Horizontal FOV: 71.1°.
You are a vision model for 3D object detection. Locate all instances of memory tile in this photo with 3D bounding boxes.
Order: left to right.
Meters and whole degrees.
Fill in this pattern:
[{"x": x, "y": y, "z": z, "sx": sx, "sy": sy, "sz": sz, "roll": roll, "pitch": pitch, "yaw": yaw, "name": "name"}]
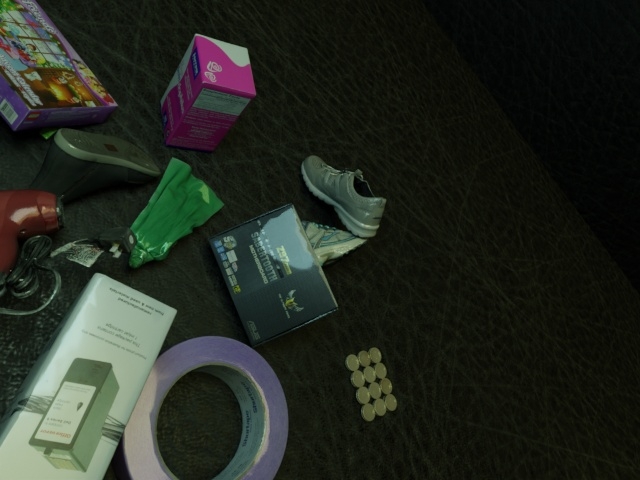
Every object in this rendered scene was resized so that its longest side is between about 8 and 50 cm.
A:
[{"x": 0.116, "y": 0.325, "z": 1.022, "sx": 0.113, "sy": 0.012, "sz": 0.148, "roll": -6, "pitch": 72, "yaw": -40, "name": "memory tile"}]

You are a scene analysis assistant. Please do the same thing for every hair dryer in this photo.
[{"x": -0.438, "y": -0.009, "z": 0.623, "sx": 0.293, "sy": 0.080, "sz": 0.224, "roll": 13, "pitch": 24, "yaw": 11, "name": "hair dryer"}]

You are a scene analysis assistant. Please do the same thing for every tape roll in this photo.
[{"x": -0.191, "y": 0.302, "z": 0.736, "sx": 0.274, "sy": 0.090, "sz": 0.275, "roll": 17, "pitch": 60, "yaw": -32, "name": "tape roll"}]

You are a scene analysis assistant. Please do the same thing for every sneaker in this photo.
[{"x": -0.396, "y": -0.121, "z": 0.800, "sx": 0.083, "sy": 0.118, "sz": 0.222, "roll": 49, "pitch": 15, "yaw": 17, "name": "sneaker"}, {"x": 0.000, "y": 0.000, "z": 1.027, "sx": 0.282, "sy": 0.110, "sz": 0.122, "roll": -21, "pitch": 79, "yaw": -43, "name": "sneaker"}, {"x": 0.062, "y": -0.133, "z": 1.088, "sx": 0.105, "sy": 0.115, "sz": 0.281, "roll": -6, "pitch": 44, "yaw": -48, "name": "sneaker"}]

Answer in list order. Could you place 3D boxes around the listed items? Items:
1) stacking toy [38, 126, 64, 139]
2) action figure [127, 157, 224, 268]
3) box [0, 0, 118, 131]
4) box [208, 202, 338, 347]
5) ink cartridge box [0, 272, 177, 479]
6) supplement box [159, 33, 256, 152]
[{"x": -0.542, "y": -0.206, "z": 0.710, "sx": 0.167, "sy": 0.052, "sz": 0.221, "roll": 50, "pitch": 41, "yaw": -18, "name": "stacking toy"}, {"x": -0.289, "y": -0.037, "z": 0.842, "sx": 0.137, "sy": 0.063, "sz": 0.232, "roll": 41, "pitch": 45, "yaw": -18, "name": "action figure"}, {"x": -0.516, "y": -0.327, "z": 0.760, "sx": 0.293, "sy": 0.057, "sz": 0.201, "roll": 52, "pitch": 23, "yaw": -6, "name": "box"}, {"x": -0.093, "y": 0.067, "z": 0.888, "sx": 0.183, "sy": 0.059, "sz": 0.233, "roll": -22, "pitch": 83, "yaw": -7, "name": "box"}, {"x": -0.330, "y": 0.217, "z": 0.585, "sx": 0.121, "sy": 0.211, "sz": 0.290, "roll": 32, "pitch": 53, "yaw": -24, "name": "ink cartridge box"}, {"x": -0.233, "y": -0.285, "z": 0.903, "sx": 0.113, "sy": 0.220, "sz": 0.111, "roll": 2, "pitch": 67, "yaw": -38, "name": "supplement box"}]
